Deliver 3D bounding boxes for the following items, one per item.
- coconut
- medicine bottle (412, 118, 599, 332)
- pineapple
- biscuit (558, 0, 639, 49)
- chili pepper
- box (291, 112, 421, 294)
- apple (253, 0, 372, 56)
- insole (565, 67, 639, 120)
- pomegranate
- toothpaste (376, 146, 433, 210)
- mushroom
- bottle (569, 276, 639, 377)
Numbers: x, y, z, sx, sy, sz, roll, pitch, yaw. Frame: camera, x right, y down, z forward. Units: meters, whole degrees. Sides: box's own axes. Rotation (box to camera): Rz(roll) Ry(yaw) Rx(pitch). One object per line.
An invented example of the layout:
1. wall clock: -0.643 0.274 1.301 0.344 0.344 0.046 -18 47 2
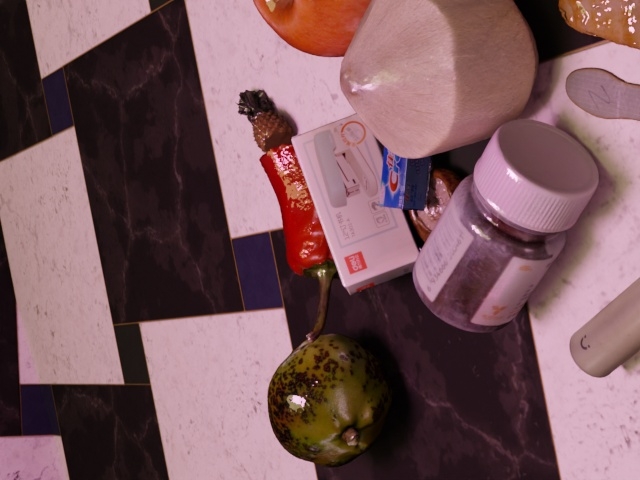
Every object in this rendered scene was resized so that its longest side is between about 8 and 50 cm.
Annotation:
1. coconut: 0.146 -0.234 1.564 0.237 0.266 0.237 35 135 44
2. medicine bottle: 0.247 -0.016 1.573 0.165 0.165 0.273 56 138 29
3. pineapple: -0.106 -0.220 2.112 0.159 0.074 0.074 56 140 43
4. biscuit: 0.380 -0.293 1.418 0.247 0.029 0.118 30 124 48
5. chili pepper: 0.005 -0.001 1.948 0.131 0.135 0.338 45 -151 -75
6. box: 0.061 -0.059 1.845 0.079 0.135 0.269 52 -162 -77
7. apple: 0.010 -0.401 1.768 0.272 0.206 0.251 34 129 44
8. insole: 0.379 -0.181 1.474 0.188 0.004 0.064 24 119 51
9. pomegranate: 0.022 0.258 1.985 0.204 0.276 0.222 28 106 4
10. toothpaste: 0.134 -0.182 1.740 0.066 0.053 0.272 10 97 53
11. mushroom: 0.181 -0.050 1.754 0.123 0.052 0.123 7 98 55
12. bottle: 0.398 0.096 1.466 0.072 0.072 0.201 62 143 23
